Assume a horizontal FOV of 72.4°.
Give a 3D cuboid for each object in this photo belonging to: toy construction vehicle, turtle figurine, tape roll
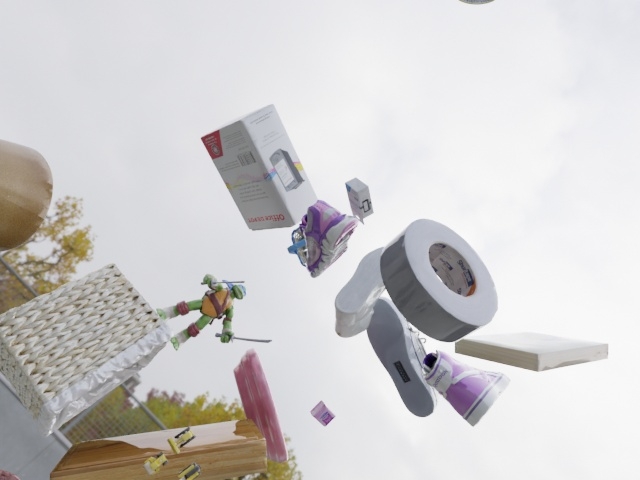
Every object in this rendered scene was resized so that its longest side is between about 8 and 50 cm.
[{"bbox_3d":[-0.261,0.400,0.786,0.086,0.098,0.035,58,-19,9],"label":"toy construction vehicle"},{"bbox_3d":[-0.329,0.212,1.295,0.275,0.266,0.198,45,-25,47],"label":"turtle figurine"},{"bbox_3d":[0.215,0.068,0.791,0.219,0.219,0.072,44,-50,2],"label":"tape roll"}]

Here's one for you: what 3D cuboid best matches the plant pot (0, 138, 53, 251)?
[{"bbox_3d":[-0.704,-0.118,0.825,0.237,0.237,0.254,29,-4,17],"label":"plant pot"}]

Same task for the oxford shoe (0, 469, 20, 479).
[{"bbox_3d":[-0.666,0.384,0.678,0.130,0.123,0.348,-16,-48,32],"label":"oxford shoe"}]

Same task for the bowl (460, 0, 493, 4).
[{"bbox_3d":[0.245,-0.478,0.729,0.170,0.170,0.080,65,-4,-20],"label":"bowl"}]

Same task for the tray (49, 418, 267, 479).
[{"bbox_3d":[-0.341,0.478,0.972,0.203,0.410,0.076,153,-66,-70],"label":"tray"}]

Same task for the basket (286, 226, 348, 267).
[{"bbox_3d":[0.000,0.000,1.871,0.254,0.289,0.201,-24,-102,6],"label":"basket"}]

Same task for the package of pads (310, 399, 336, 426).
[{"bbox_3d":[0.007,0.515,1.301,0.032,0.050,0.083,38,-15,47],"label":"package of pads"}]

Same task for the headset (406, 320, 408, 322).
[{"bbox_3d":[0.384,0.205,1.724,0.243,0.185,0.394,66,-12,-7],"label":"headset"}]

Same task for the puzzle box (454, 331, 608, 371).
[{"bbox_3d":[0.654,0.334,1.351,0.272,0.408,0.052,-4,-97,56],"label":"puzzle box"}]

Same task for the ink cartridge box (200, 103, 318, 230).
[{"bbox_3d":[-0.167,-0.193,1.219,0.226,0.131,0.306,-2,-58,47],"label":"ink cartridge box"}]

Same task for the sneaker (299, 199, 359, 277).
[{"bbox_3d":[0.000,-0.006,0.913,0.104,0.095,0.236,41,-28,11],"label":"sneaker"}]

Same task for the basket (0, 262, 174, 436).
[{"bbox_3d":[-0.620,0.277,1.140,0.266,0.331,0.328,53,-43,5],"label":"basket"}]

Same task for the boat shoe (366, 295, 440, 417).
[{"bbox_3d":[0.268,0.331,1.334,0.135,0.156,0.367,-33,-101,32],"label":"boat shoe"}]

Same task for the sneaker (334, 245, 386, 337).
[{"bbox_3d":[0.133,0.149,1.251,0.108,0.292,0.169,33,-36,24],"label":"sneaker"}]

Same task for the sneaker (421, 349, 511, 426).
[{"bbox_3d":[0.308,0.291,0.940,0.161,0.282,0.102,37,-84,30],"label":"sneaker"}]

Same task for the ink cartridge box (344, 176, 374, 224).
[{"bbox_3d":[0.079,-0.077,0.867,0.048,0.028,0.083,47,-20,47],"label":"ink cartridge box"}]

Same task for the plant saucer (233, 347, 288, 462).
[{"bbox_3d":[-0.184,0.489,1.288,0.332,0.084,0.332,164,-90,-76],"label":"plant saucer"}]
